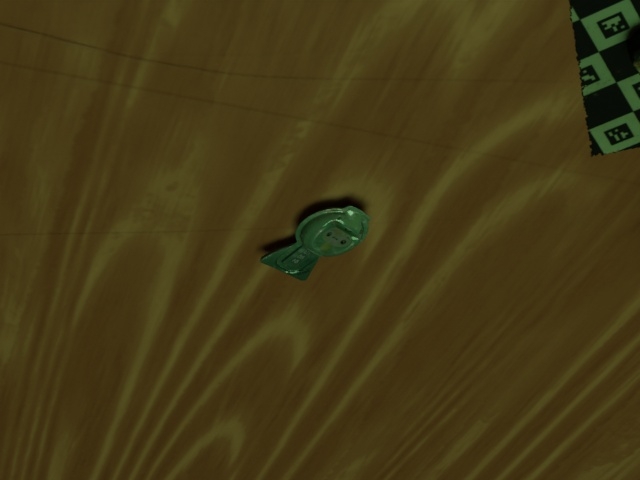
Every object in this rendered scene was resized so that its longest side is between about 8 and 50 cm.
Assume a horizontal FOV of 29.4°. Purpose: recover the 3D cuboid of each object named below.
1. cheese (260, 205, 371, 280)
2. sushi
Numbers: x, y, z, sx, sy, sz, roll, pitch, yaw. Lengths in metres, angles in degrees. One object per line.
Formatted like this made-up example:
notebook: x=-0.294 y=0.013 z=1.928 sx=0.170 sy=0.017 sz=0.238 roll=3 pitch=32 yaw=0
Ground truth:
cheese: x=0.000 y=0.000 z=1.185 sx=0.067 sy=0.026 sz=0.121 roll=27 pitch=133 yaw=-32
sushi: x=0.307 y=-0.161 z=0.992 sx=0.193 sy=0.043 sz=0.279 roll=-12 pitch=141 yaw=10
